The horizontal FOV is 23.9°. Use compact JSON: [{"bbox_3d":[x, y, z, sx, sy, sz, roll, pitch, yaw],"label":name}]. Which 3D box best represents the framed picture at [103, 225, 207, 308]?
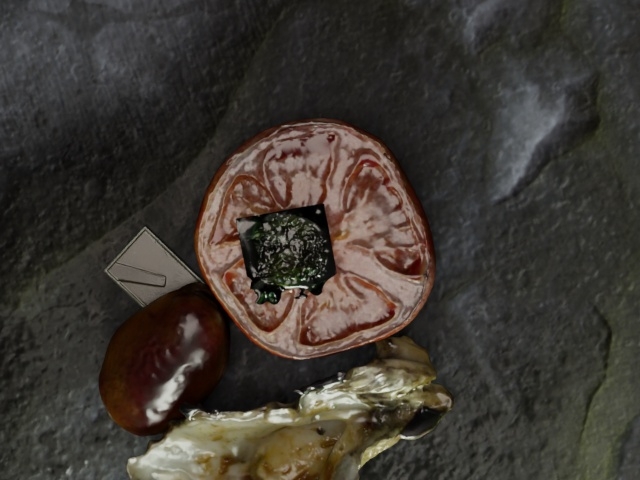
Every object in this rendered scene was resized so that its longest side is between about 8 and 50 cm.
[{"bbox_3d":[-0.167,0.038,1.533,0.089,0.006,0.066,43,99,1],"label":"framed picture"}]

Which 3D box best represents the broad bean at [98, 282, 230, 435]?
[{"bbox_3d":[-0.154,0.121,1.503,0.165,0.084,0.114,-44,87,15],"label":"broad bean"}]

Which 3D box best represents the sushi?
[{"bbox_3d":[-0.029,0.014,1.400,0.083,0.056,0.085,-12,89,-1],"label":"sushi"}]

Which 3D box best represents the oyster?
[{"bbox_3d":[-0.034,0.205,1.475,0.337,0.133,0.198,-38,89,6],"label":"oyster"}]

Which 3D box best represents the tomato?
[{"bbox_3d":[0.000,0.000,1.469,0.236,0.095,0.237,0,92,7],"label":"tomato"}]
